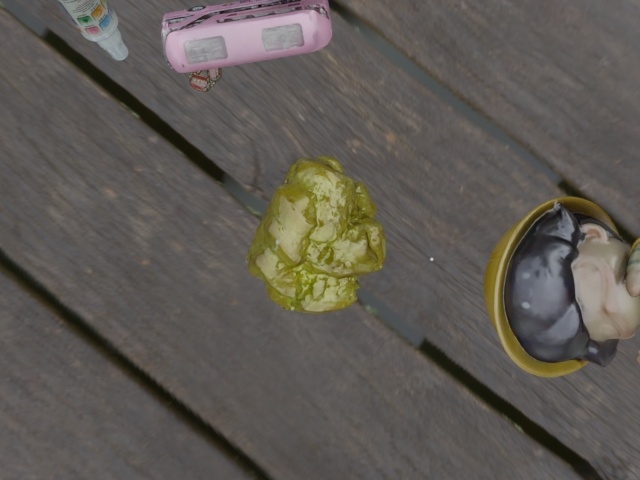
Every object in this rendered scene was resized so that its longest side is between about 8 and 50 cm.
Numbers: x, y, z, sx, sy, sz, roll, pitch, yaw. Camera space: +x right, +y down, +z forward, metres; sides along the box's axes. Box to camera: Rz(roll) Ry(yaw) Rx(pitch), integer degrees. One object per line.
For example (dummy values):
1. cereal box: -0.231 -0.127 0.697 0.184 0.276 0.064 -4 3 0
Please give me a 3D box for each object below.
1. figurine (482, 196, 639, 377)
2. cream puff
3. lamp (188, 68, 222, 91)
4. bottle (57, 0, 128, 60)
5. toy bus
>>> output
1. figurine: 0.294 0.044 1.185 0.257 0.167 0.192 -7 102 29
2. cream puff: -0.001 0.002 1.568 0.195 0.194 0.221 25 118 5
3. lamp: -0.164 -0.254 1.647 0.063 0.031 0.083 23 97 19
4. bottle: -0.319 -0.316 1.615 0.060 0.217 0.060 -5 67 12
5. toy bus: -0.088 -0.250 1.371 0.203 0.090 0.063 -9 121 3
